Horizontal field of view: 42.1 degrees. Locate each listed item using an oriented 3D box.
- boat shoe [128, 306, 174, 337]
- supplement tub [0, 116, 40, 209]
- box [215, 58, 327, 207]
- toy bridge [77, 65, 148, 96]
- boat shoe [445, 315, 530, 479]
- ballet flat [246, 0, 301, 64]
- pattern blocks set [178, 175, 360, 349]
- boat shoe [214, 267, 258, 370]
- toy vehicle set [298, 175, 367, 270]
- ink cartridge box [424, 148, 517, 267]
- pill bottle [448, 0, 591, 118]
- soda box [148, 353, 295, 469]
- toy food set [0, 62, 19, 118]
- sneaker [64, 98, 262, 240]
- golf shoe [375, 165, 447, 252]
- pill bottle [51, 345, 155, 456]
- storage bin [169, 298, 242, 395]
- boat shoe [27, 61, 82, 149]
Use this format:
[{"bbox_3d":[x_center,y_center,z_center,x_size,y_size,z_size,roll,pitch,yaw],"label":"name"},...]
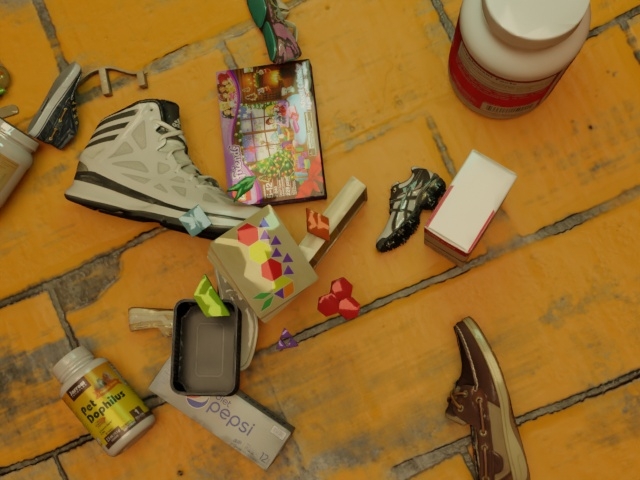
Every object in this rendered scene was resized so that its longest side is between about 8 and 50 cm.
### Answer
[{"bbox_3d":[-0.313,0.170,1.706,0.170,0.063,0.059,3,86,14],"label":"boat shoe"},{"bbox_3d":[-0.692,-0.154,1.726,0.144,0.144,0.199,34,86,7],"label":"supplement tub"},{"bbox_3d":[-0.102,-0.219,1.734,0.201,0.057,0.293,-8,83,4],"label":"box"},{"bbox_3d":[-0.462,-0.342,1.790,0.188,0.026,0.063,-13,82,4],"label":"toy bridge"},{"bbox_3d":[0.301,0.322,1.615,0.123,0.123,0.342,-16,89,1],"label":"boat shoe"},{"bbox_3d":[-0.094,-0.459,1.747,0.079,0.077,0.221,-8,61,-26],"label":"ballet flat"},{"bbox_3d":[-0.102,0.045,1.540,0.285,0.026,0.324,-26,93,-4],"label":"pattern blocks set"},{"bbox_3d":[-0.172,0.137,1.688,0.095,0.079,0.254,-11,80,5],"label":"boat shoe"},{"bbox_3d":[0.000,0.000,1.647,0.035,0.166,0.267,37,87,7],"label":"toy vehicle set"},{"bbox_3d":[0.281,-0.055,1.598,0.100,0.237,0.172,32,87,10],"label":"ink cartridge box"},{"bbox_3d":[0.364,-0.383,1.542,0.229,0.407,0.229,0,83,4],"label":"pill bottle"},{"bbox_3d":[-0.193,0.334,1.657,0.286,0.098,0.091,33,86,8],"label":"soda box"},{"bbox_3d":[-0.740,-0.349,1.805,0.132,0.038,0.192,-20,82,2],"label":"toy food set"},{"bbox_3d":[-0.288,-0.153,1.663,0.448,0.169,0.257,14,84,18],"label":"sneaker"},{"bbox_3d":[0.166,-0.064,1.697,0.094,0.077,0.198,39,83,22],"label":"golf shoe"},{"bbox_3d":[-0.438,0.317,1.667,0.117,0.117,0.215,-42,82,-1],"label":"pill bottle"},{"bbox_3d":[-0.217,0.206,1.589,0.122,0.084,0.180,1,79,0],"label":"storage bin"},{"bbox_3d":[-0.536,-0.282,1.756,0.083,0.065,0.183,30,98,-34],"label":"boat shoe"}]
